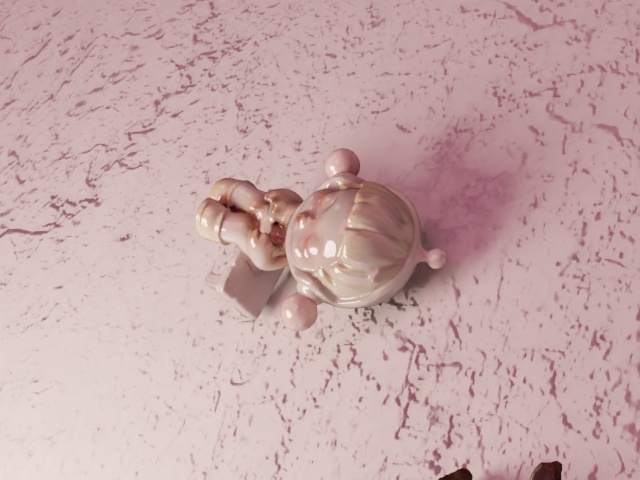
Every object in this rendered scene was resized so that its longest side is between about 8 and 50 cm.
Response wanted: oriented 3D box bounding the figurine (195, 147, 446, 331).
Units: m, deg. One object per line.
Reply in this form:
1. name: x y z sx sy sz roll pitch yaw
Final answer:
1. figurine: 0.002 0.010 1.652 0.256 0.145 0.182 6 42 42

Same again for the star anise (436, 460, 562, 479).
1. star anise: 0.083 0.296 1.296 0.349 0.109 0.292 -57 11 -30
